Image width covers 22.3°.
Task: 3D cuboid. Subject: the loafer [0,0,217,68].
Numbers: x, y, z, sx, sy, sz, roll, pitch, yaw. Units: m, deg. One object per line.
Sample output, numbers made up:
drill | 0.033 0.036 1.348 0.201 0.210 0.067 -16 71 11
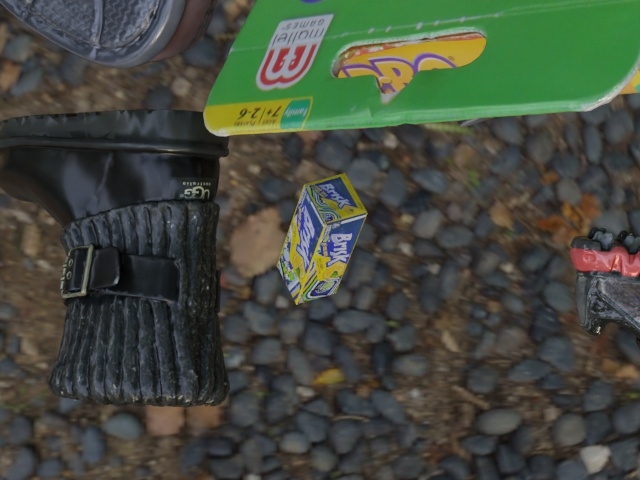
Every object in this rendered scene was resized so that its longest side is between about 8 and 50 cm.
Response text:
loafer | -0.138 -0.193 0.782 0.302 0.095 0.109 45 117 25

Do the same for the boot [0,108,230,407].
boot | -0.203 0.017 1.458 0.348 0.131 0.260 3 92 55

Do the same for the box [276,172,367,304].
box | 0.000 0.000 1.801 0.054 0.169 0.059 -17 62 -22

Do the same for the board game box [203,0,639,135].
board game box | 0.070 -0.125 0.398 0.124 0.039 0.259 0 53 45

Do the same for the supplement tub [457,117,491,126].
supplement tub | 0.130 -0.211 1.536 0.106 0.106 0.198 -21 87 11

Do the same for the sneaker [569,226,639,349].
sneaker | 0.396 0.068 1.712 0.276 0.097 0.135 7 95 7
